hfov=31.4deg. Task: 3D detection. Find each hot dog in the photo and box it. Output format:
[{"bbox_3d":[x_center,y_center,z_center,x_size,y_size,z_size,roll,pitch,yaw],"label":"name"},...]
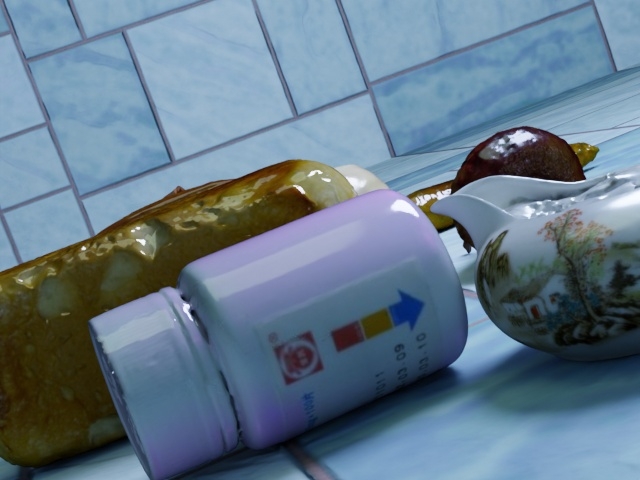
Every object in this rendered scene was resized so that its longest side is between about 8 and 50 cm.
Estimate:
[{"bbox_3d":[-0.139,0.059,1.081,0.405,0.185,0.223,-20,8,3],"label":"hot dog"}]

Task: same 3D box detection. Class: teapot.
[{"bbox_3d":[0.212,-0.006,0.784,0.298,0.139,0.204,-15,6,39],"label":"teapot"}]

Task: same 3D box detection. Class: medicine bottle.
[{"bbox_3d":[-0.031,0.070,0.844,0.255,0.152,0.152,-22,7,-14],"label":"medicine bottle"}]

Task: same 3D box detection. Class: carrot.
[{"bbox_3d":[0.255,-0.077,1.594,0.314,0.066,0.066,-19,6,-15],"label":"carrot"}]

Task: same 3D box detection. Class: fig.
[{"bbox_3d":[0.199,-0.046,1.232,0.146,0.133,0.201,-12,-3,-7],"label":"fig"}]

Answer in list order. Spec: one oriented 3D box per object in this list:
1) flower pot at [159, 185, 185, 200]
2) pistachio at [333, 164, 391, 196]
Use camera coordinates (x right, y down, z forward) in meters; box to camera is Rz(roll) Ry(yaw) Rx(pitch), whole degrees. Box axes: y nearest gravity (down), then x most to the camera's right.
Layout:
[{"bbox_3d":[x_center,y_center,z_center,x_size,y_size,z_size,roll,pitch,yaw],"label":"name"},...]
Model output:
[{"bbox_3d":[-0.210,0.048,1.495,0.173,0.190,0.190,-31,6,2],"label":"flower pot"},{"bbox_3d":[0.000,0.000,1.401,0.230,0.157,0.157,-30,10,-27],"label":"pistachio"}]
